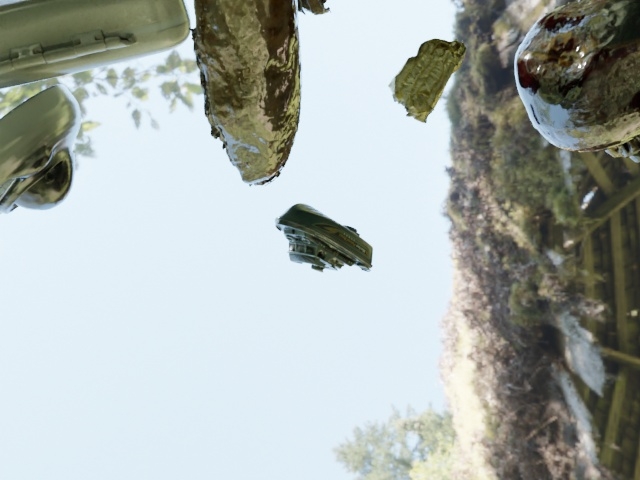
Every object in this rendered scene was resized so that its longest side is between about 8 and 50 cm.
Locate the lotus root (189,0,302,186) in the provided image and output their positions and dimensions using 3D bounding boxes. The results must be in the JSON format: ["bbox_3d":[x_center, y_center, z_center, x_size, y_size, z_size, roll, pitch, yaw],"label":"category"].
[{"bbox_3d":[-0.051,-0.184,0.611,0.329,0.078,0.167,83,-155,-48],"label":"lotus root"}]

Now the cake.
[{"bbox_3d":[0.137,-0.215,0.898,0.080,0.116,0.184,29,-121,-3],"label":"cake"}]

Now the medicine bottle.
[{"bbox_3d":[-0.394,-0.338,0.970,0.375,0.282,0.122,-16,-58,-6],"label":"medicine bottle"}]

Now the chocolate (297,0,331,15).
[{"bbox_3d":[-0.055,-0.536,1.352,0.065,0.329,0.102,-29,-61,1],"label":"chocolate"}]

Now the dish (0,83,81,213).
[{"bbox_3d":[-0.461,-0.107,0.991,0.134,0.273,0.273,47,-125,-14],"label":"dish"}]

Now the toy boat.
[{"bbox_3d":[0.000,0.004,1.350,0.296,0.114,0.122,27,-106,-51],"label":"toy boat"}]

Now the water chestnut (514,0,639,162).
[{"bbox_3d":[0.365,-0.205,0.795,0.223,0.224,0.238,-51,-57,-34],"label":"water chestnut"}]
